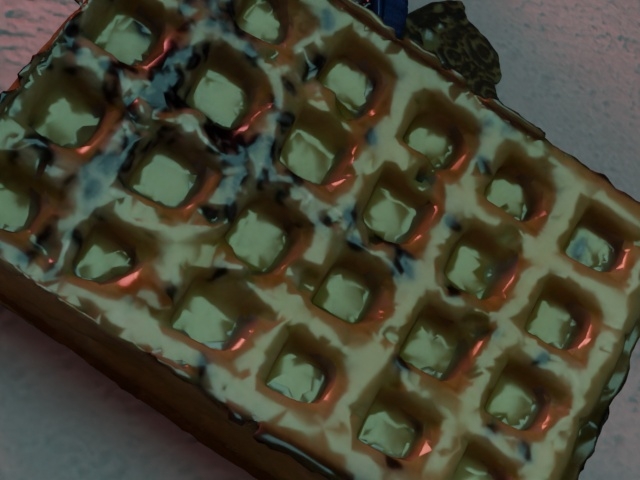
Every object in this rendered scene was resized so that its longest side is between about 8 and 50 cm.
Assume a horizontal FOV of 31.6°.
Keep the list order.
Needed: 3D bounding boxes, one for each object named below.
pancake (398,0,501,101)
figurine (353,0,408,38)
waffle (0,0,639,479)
[{"bbox_3d":[0.128,-0.108,0.881,0.184,0.020,0.190,15,58,-22],"label":"pancake"},{"bbox_3d":[-0.010,-0.175,0.812,0.149,0.087,0.086,15,73,-5],"label":"figurine"},{"bbox_3d":[0.000,0.000,0.640,0.376,0.114,0.261,35,71,-6],"label":"waffle"}]
